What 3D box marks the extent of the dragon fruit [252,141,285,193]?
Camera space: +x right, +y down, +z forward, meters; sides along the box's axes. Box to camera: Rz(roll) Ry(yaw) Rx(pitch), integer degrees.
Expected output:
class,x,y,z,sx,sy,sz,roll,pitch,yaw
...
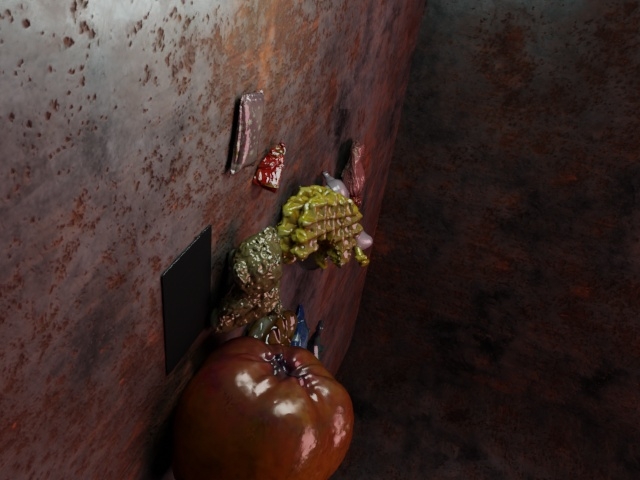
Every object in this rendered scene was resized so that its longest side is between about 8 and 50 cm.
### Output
class,x,y,z,sx,sy,sz,roll,pitch,yaw
dragon fruit,-0.131,-0.195,1.503,0.097,0.063,0.131,26,-84,67

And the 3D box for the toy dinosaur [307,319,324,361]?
class,x,y,z,sx,sy,sz,roll,pitch,yaw
toy dinosaur,-0.043,0.520,2.511,0.331,0.129,0.383,131,-32,-85

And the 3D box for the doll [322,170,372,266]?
class,x,y,z,sx,sy,sz,roll,pitch,yaw
doll,0.091,-0.088,2.079,0.094,0.365,0.160,-27,164,2

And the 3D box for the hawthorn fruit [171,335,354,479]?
class,x,y,z,sx,sy,sz,roll,pitch,yaw
hawthorn fruit,-0.151,0.486,1.462,0.472,0.472,0.471,17,90,-78

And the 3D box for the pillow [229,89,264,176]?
class,x,y,z,sx,sy,sz,roll,pitch,yaw
pillow,-0.158,-0.237,1.306,0.118,0.043,0.185,-42,147,-63

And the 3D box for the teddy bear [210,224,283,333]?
class,x,y,z,sx,sy,sz,roll,pitch,yaw
teddy bear,-0.167,0.092,1.464,0.256,0.156,0.267,91,20,-45

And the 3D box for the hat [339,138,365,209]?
class,x,y,z,sx,sy,sz,roll,pitch,yaw
hat,0.128,-0.262,2.386,0.236,0.107,0.286,-67,158,-73

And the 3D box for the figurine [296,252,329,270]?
class,x,y,z,sx,sy,sz,roll,pitch,yaw
figurine,0.000,0.000,2.135,0.236,0.133,0.176,-39,143,-61

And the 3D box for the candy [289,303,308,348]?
class,x,y,z,sx,sy,sz,roll,pitch,yaw
candy,-0.092,0.431,2.403,0.187,0.077,0.331,85,14,-62

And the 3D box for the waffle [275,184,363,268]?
class,x,y,z,sx,sy,sz,roll,pitch,yaw
waffle,-0.003,-0.037,1.855,0.324,0.151,0.261,10,96,-58

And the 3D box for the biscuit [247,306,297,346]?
class,x,y,z,sx,sy,sz,roll,pitch,yaw
biscuit,-0.178,0.396,1.871,0.268,0.115,0.366,-29,128,-66

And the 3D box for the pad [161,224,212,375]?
class,x,y,z,sx,sy,sz,roll,pitch,yaw
pad,-0.293,0.134,1.312,0.202,0.005,0.299,-57,161,-51
